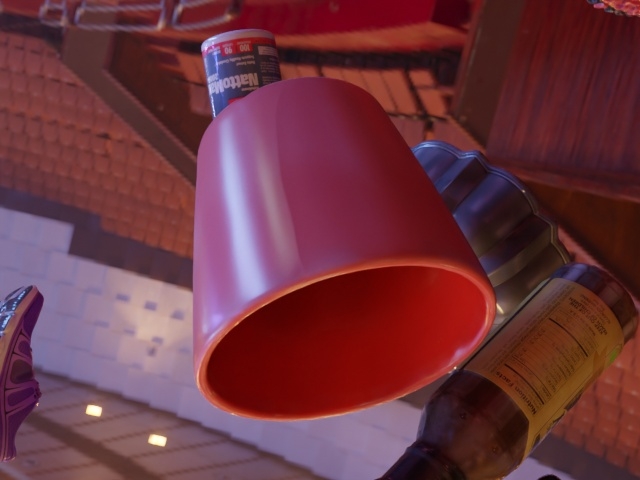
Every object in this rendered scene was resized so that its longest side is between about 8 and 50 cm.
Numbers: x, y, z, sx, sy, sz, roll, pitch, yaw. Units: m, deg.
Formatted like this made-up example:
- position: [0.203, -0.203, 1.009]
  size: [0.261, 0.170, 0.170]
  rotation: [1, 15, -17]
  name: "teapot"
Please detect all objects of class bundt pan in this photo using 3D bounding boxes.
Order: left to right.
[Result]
- position: [0.154, 0.043, 1.239]
  size: [0.331, 0.330, 0.124]
  rotation: [19, -135, 36]
  name: "bundt pan"

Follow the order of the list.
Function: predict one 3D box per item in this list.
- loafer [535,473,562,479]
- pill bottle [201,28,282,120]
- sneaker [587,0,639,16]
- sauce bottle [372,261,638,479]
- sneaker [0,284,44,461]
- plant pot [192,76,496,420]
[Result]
- position: [0.315, 0.387, 1.313]
  size: [0.094, 0.087, 0.251]
  rotation: [45, -155, 8]
  name: "loafer"
- position: [-0.104, -0.201, 1.367]
  size: [0.108, 0.180, 0.108]
  rotation: [-10, 178, 0]
  name: "pill bottle"
- position: [0.304, -0.324, 0.971]
  size: [0.262, 0.125, 0.104]
  rotation: [27, 173, -33]
  name: "sneaker"
- position: [0.175, 0.160, 0.942]
  size: [0.111, 0.344, 0.111]
  rotation: [40, 154, 24]
  name: "sauce bottle"
- position: [-0.291, 0.125, 0.893]
  size: [0.068, 0.169, 0.071]
  rotation: [-11, 150, 45]
  name: "sneaker"
- position: [0.000, 0.000, 0.890]
  size: [0.275, 0.275, 0.243]
  rotation: [11, -131, -34]
  name: "plant pot"
